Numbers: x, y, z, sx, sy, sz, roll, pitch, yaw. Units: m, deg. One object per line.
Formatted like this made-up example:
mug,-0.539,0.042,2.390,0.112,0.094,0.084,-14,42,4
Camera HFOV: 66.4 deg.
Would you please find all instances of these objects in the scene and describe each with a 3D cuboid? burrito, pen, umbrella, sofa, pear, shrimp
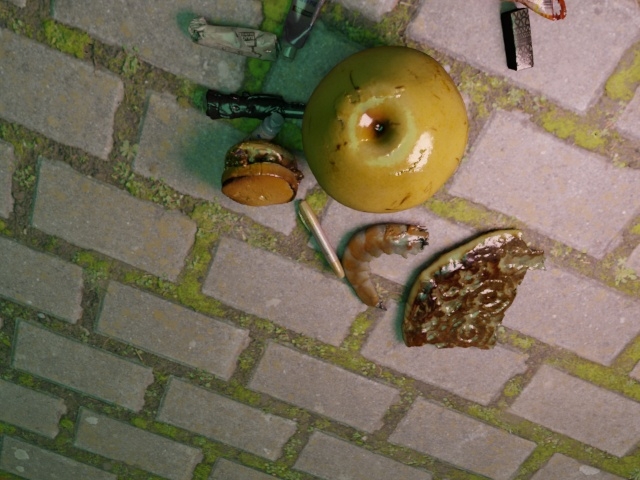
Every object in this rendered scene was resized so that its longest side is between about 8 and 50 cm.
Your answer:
burrito,-0.187,-0.439,1.065,0.203,0.064,0.064,14,117,-2
pen,0.000,0.000,1.272,0.040,0.032,0.233,-16,107,39
umbrella,-0.148,-0.305,1.132,0.236,0.059,0.066,5,138,1
sofa,0.408,-0.416,1.014,0.039,0.060,0.117,-15,114,5
pear,0.127,-0.220,1.005,0.349,0.348,0.347,2,117,5
shrimp,0.146,0.060,1.280,0.185,0.068,0.286,22,119,-1

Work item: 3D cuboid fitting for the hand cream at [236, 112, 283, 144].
hand cream,-0.139,-0.242,1.145,0.065,0.043,0.171,42,144,-13

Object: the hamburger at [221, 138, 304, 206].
hamburger,-0.132,-0.155,1.145,0.191,0.117,0.182,5,162,-3

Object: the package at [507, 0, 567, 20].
package,0.353,-0.556,0.913,0.288,0.108,0.223,18,112,8

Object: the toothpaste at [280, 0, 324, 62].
toothpaste,-0.017,-0.519,1.015,0.075,0.048,0.300,25,115,-2

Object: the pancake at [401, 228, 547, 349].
pancake,0.398,0.136,1.308,0.305,0.066,0.426,16,117,-11
